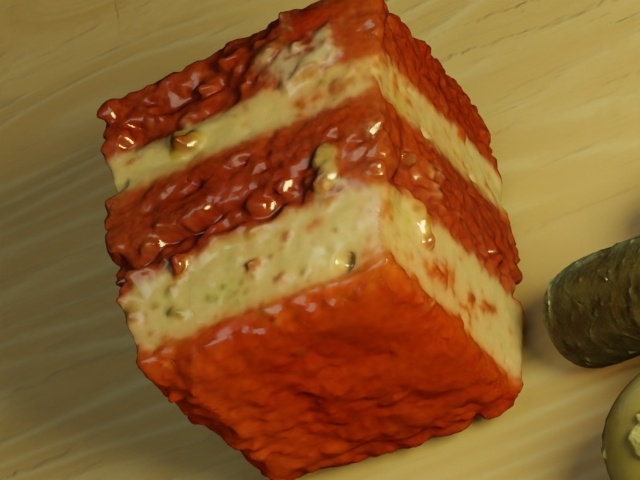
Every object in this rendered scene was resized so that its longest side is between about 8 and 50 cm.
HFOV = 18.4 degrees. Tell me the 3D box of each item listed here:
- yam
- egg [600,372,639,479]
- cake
[{"bbox_3d":[0.260,0.035,1.466,0.259,0.093,0.093,-27,39,65],"label":"yam"},{"bbox_3d":[0.299,0.146,1.416,0.201,0.164,0.164,-5,59,36],"label":"egg"},{"bbox_3d":[0.000,0.000,1.635,0.269,0.270,0.319,-23,53,20],"label":"cake"}]
